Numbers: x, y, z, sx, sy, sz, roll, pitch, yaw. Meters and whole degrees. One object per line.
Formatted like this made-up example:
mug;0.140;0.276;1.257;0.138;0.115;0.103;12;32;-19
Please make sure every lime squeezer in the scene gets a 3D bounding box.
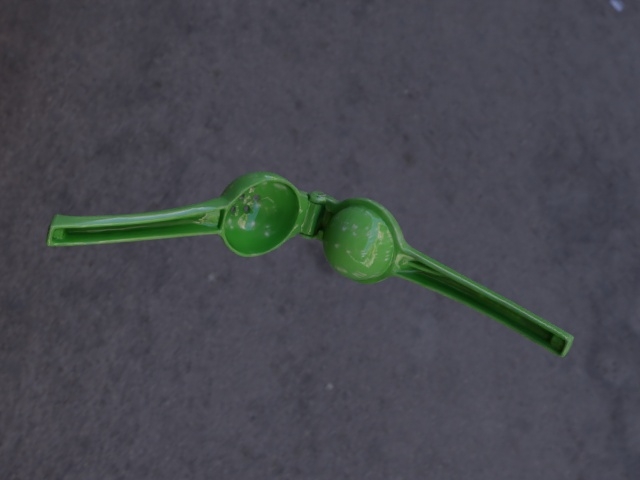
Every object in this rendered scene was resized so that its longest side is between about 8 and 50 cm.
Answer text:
lime squeezer;0.000;0.000;0.706;0.310;0.058;0.110;14;11;-8
